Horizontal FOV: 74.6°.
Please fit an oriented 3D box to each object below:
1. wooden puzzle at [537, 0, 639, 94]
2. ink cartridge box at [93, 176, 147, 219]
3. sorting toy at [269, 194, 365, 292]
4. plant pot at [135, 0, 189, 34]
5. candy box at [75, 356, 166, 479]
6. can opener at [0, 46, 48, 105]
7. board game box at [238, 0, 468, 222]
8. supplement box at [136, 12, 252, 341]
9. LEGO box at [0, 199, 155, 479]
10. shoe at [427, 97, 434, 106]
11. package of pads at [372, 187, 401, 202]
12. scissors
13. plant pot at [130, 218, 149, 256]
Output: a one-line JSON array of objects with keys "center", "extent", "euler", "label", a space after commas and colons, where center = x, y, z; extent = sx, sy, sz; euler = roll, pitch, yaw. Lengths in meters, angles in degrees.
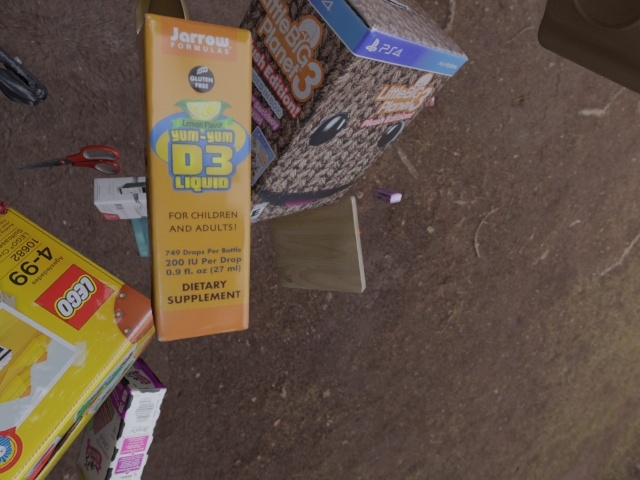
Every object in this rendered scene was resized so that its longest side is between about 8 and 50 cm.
[{"center": [0.442, -0.326, 0.487], "extent": [0.080, 0.322, 0.348], "euler": [-44, 154, -6], "label": "wooden puzzle"}, {"center": [-0.385, -0.088, 0.874], "extent": [0.135, 0.099, 0.056], "euler": [-5, 74, -15], "label": "ink cartridge box"}, {"center": [0.000, 0.000, 1.151], "extent": [0.089, 0.256, 0.256], "euler": [-35, 121, -56], "label": "sorting toy"}, {"center": [-0.403, -0.549, 1.087], "extent": [0.032, 0.236, 0.237], "euler": [-24, 125, -46], "label": "plant pot"}, {"center": [-0.383, 0.357, 0.798], "extent": [0.071, 0.159, 0.234], "euler": [14, 92, -43], "label": "candy box"}, {"center": [-0.525, -0.293, 0.668], "extent": [0.186, 0.073, 0.059], "euler": [47, 60, -24], "label": "can opener"}, {"center": [-0.001, -0.176, 0.543], "extent": [0.232, 0.141, 0.291], "euler": [-19, 159, -48], "label": "board game box"}, {"center": [-0.101, -0.044, 0.338], "extent": [0.077, 0.080, 0.234], "euler": [-4, 103, -23], "label": "supplement box"}, {"center": [-0.515, 0.202, 0.514], "extent": [0.372, 0.193, 0.501], "euler": [35, 57, -5], "label": "LEGO box"}, {"center": [0.174, -0.344, 0.857], "extent": [0.081, 0.178, 0.063], "euler": [-12, 166, 2], "label": "shoe"}, {"center": [0.212, -0.143, 1.338], "extent": [0.050, 0.083, 0.032], "euler": [-10, 114, -35], "label": "package of pads"}, {"center": [-0.714, -0.232, 1.183], "extent": [0.296, 0.021, 0.109], "euler": [3, 147, -7], "label": "scissors"}, {"center": [-0.462, -0.056, 1.258], "extent": [0.196, 0.293, 0.294], "euler": [-14, 119, -24], "label": "plant pot"}]
